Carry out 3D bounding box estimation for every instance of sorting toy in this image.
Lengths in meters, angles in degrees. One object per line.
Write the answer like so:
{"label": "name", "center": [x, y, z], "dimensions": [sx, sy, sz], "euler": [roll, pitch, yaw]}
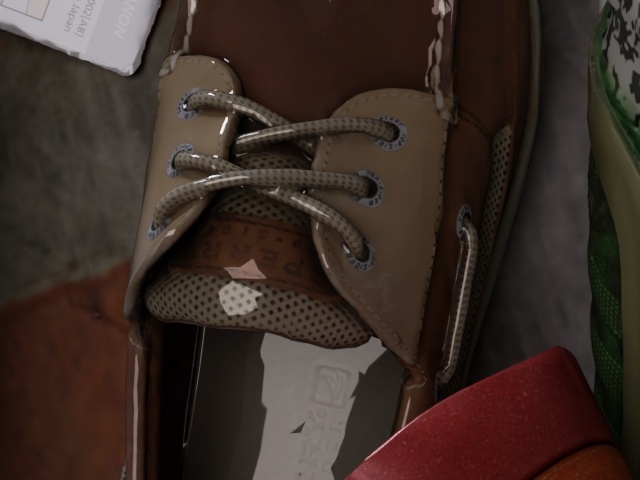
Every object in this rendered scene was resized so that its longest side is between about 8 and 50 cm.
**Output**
{"label": "sorting toy", "center": [0.019, 0.208, 0.446], "dimensions": [0.126, 0.127, 0.366], "euler": [41, 121, 28]}

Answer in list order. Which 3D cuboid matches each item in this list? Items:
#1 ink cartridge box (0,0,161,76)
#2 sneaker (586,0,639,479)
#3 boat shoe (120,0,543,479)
{"label": "ink cartridge box", "center": [-0.142, -0.184, 0.620], "dimensions": [0.224, 0.056, 0.181], "euler": [21, 94, 3]}
{"label": "sneaker", "center": [0.124, 0.028, 0.419], "dimensions": [0.158, 0.182, 0.410], "euler": [-5, 85, 21]}
{"label": "boat shoe", "center": [0.000, 0.000, 0.483], "dimensions": [0.123, 0.116, 0.325], "euler": [3, 96, 14]}
